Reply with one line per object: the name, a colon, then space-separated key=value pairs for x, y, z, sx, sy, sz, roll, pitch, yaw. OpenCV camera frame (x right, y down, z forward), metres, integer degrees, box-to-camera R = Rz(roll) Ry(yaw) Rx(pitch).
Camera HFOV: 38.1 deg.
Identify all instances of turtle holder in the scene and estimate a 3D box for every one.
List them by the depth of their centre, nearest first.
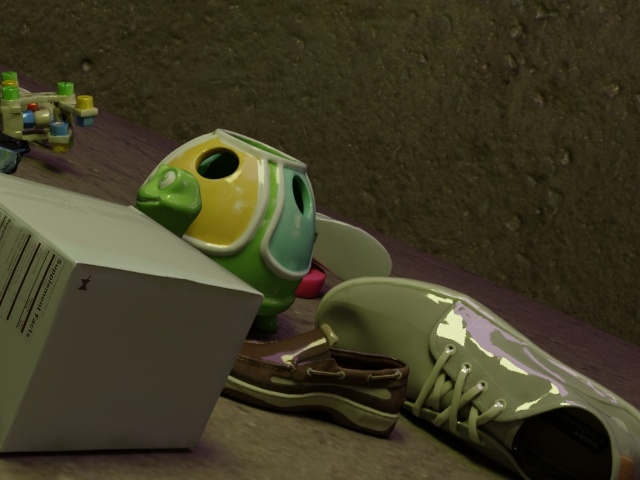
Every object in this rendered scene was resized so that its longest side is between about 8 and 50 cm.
turtle holder: x=-0.142 y=-0.026 z=1.179 sx=0.320 sy=0.227 sz=0.243 roll=17 pitch=11 yaw=-43

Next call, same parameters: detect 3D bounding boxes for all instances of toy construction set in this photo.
toy construction set: x=-0.540 y=-0.244 z=1.741 sx=0.215 sy=0.151 sz=0.328 roll=-4 pitch=9 yaw=-17

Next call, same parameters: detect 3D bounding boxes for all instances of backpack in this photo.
backpack: x=-0.487 y=-0.123 z=1.326 sx=0.105 sy=0.084 sz=0.114 roll=24 pitch=4 yaw=-6

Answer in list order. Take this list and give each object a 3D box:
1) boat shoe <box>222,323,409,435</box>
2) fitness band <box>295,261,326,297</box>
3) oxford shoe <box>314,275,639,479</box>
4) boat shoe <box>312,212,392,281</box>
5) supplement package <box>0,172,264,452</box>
boat shoe: x=-0.017 y=0.129 z=0.997 sx=0.257 sy=0.095 sz=0.095 roll=20 pitch=9 yaw=-29
fitness band: x=-0.123 y=0.015 z=1.617 sx=0.291 sy=0.054 sz=0.209 roll=30 pitch=9 yaw=29
oxford shoe: x=0.183 y=0.177 z=1.113 sx=0.449 sy=0.169 sz=0.130 roll=28 pitch=28 yaw=19
boat shoe: x=0.000 y=0.000 z=1.626 sx=0.268 sy=0.096 sz=0.088 roll=18 pitch=10 yaw=3
supplement package: x=-0.198 y=0.055 z=0.751 sx=0.203 sy=0.149 sz=0.194 roll=30 pitch=10 yaw=39
